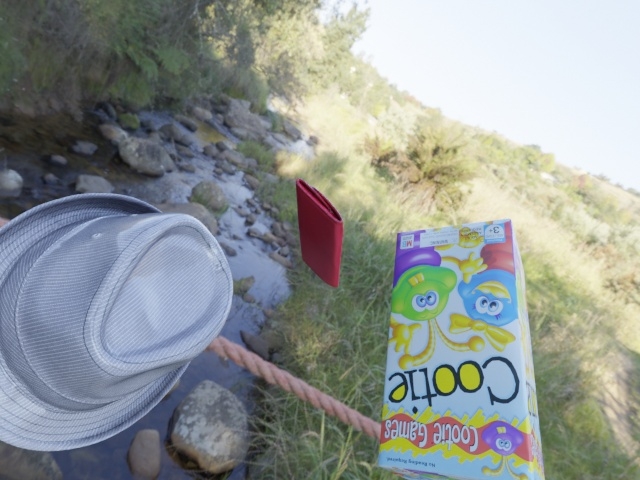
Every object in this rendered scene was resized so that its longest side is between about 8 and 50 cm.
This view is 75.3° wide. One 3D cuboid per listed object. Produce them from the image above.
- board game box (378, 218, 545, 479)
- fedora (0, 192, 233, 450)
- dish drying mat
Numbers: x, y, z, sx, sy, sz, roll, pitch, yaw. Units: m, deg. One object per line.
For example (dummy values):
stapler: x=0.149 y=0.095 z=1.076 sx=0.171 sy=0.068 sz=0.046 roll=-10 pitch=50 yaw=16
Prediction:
board game box: x=0.168 y=0.133 z=0.490 sx=0.142 sy=0.144 sz=0.275 roll=49 pitch=42 yaw=-46
fedora: x=-0.186 y=0.063 z=0.416 sx=0.275 sy=0.124 sz=0.244 roll=-42 pitch=114 yaw=-58
dish drying mat: x=0.000 y=0.000 z=0.225 sx=0.032 sy=0.008 sz=0.083 roll=46 pitch=-19 yaw=21
